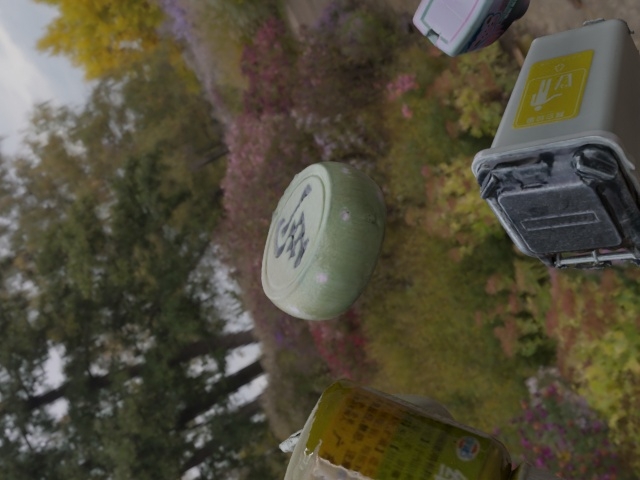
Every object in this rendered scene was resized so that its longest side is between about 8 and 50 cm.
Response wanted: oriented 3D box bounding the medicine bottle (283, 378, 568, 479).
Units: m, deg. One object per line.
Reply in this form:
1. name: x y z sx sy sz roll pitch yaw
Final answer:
1. medicine bottle: 0.158 0.348 1.185 0.384 0.224 0.224 20 165 15

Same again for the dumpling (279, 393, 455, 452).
1. dumpling: 0.093 0.385 1.599 0.395 0.315 0.233 15 -114 -40

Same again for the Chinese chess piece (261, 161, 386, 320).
1. Chinese chess piece: 0.000 0.000 1.407 0.101 0.250 0.250 20 -162 -24

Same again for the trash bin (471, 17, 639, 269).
1. trash bin: 0.442 -0.161 1.533 0.296 0.255 0.368 47 -131 -36

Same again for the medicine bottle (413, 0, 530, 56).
1. medicine bottle: 0.232 -0.346 1.322 0.094 0.119 0.188 45 -142 15
